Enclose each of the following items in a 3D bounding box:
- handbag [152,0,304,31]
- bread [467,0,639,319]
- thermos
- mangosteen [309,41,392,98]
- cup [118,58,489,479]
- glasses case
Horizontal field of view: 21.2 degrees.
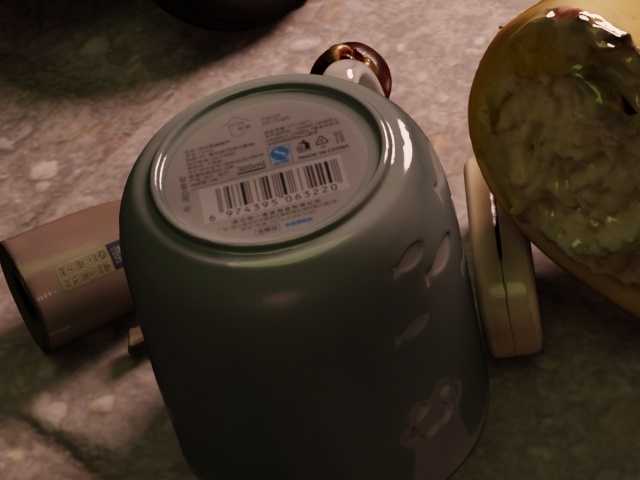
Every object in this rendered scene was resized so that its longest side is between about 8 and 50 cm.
[{"bbox_3d":[-0.072,-0.358,1.729,0.308,0.254,0.093,-55,26,-13],"label":"handbag"},{"bbox_3d":[0.272,-0.072,1.368,0.315,0.211,0.270,42,34,5],"label":"bread"},{"bbox_3d":[-0.166,0.027,1.489,0.193,0.105,0.137,-23,70,-18],"label":"thermos"},{"bbox_3d":[0.028,-0.154,1.622,0.081,0.081,0.081,-7,45,7],"label":"mangosteen"},{"bbox_3d":[0.000,0.000,1.336,0.259,0.275,0.357,4,48,17],"label":"cup"},{"bbox_3d":[0.152,0.010,1.424,0.050,0.083,0.196,-10,43,9],"label":"glasses case"}]
